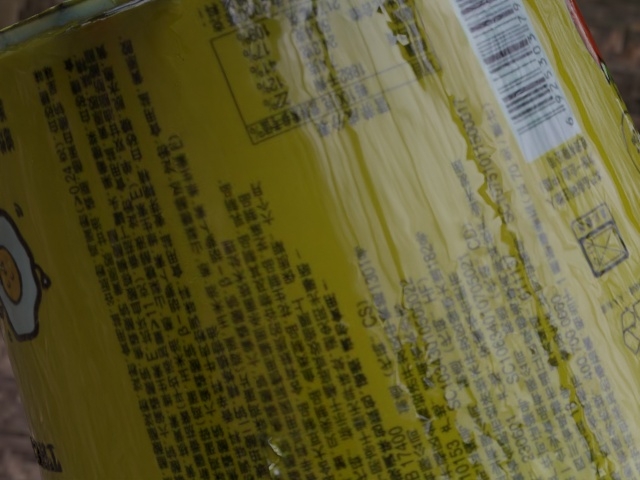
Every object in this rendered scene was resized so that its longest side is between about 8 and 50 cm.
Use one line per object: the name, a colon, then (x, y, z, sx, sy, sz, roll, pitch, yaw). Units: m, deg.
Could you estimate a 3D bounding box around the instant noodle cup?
instant noodle cup: (0.000, 0.000, 0.791, 0.325, 0.254, 0.325, -21, 9, 3)
